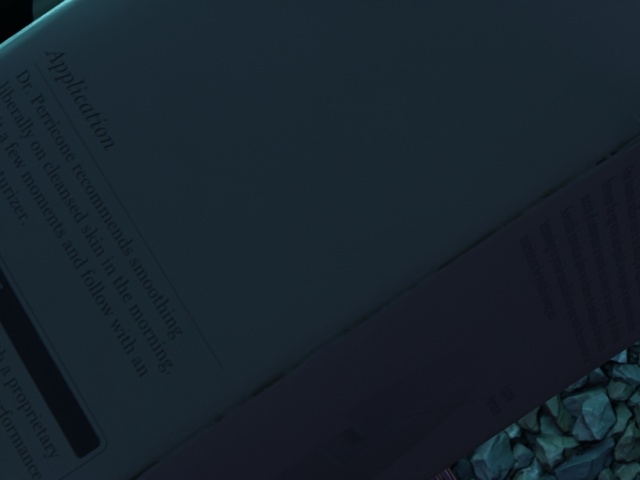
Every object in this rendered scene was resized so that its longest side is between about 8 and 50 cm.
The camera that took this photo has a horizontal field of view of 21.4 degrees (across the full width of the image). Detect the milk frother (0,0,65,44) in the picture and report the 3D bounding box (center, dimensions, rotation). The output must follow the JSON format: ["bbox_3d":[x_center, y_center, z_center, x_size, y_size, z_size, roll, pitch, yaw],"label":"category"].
[{"bbox_3d":[-0.082,-0.056,0.749,0.143,0.134,0.129,53,34,-26],"label":"milk frother"}]

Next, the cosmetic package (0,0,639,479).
[{"bbox_3d":[0.000,0.000,0.552,0.138,0.224,0.224,57,1,20],"label":"cosmetic package"}]
